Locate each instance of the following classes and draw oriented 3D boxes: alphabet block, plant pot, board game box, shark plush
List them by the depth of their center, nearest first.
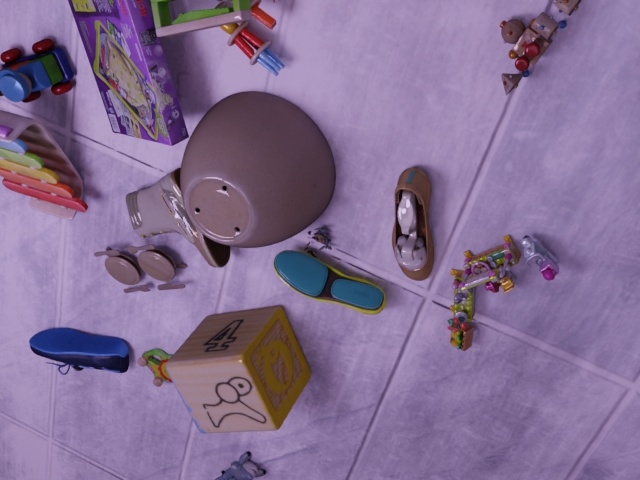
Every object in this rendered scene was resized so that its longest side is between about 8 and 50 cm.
[{"bbox_3d":[-0.351,-0.344,1.431,0.208,0.056,0.347,22,133,47],"label":"board game box"},{"bbox_3d":[-0.138,-0.096,1.446,0.284,0.191,0.284,12,125,18],"label":"plant pot"},{"bbox_3d":[-0.165,0.269,1.686,0.197,0.193,0.192,-9,117,29],"label":"alphabet block"},{"bbox_3d":[-0.212,0.564,1.971,0.161,0.067,0.073,-14,113,31],"label":"shark plush"}]

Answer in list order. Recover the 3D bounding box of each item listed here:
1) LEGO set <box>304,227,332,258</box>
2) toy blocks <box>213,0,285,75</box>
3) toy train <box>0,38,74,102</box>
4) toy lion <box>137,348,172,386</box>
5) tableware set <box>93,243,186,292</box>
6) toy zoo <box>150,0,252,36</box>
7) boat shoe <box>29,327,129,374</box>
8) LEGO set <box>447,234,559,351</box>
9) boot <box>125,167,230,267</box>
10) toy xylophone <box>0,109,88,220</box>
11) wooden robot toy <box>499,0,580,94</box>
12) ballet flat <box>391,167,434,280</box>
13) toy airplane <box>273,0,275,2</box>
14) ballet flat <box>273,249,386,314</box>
[{"bbox_3d":[-0.002,-0.001,1.553,0.054,0.023,0.083,50,140,-8],"label":"LEGO set"},{"bbox_3d":[-0.109,-0.349,1.345,0.148,0.054,0.123,40,147,-3],"label":"toy blocks"},{"bbox_3d":[-0.613,-0.300,1.566,0.248,0.143,0.105,-6,117,28],"label":"toy train"},{"bbox_3d":[-0.363,0.293,1.897,0.096,0.034,0.100,-27,106,28],"label":"toy lion"},{"bbox_3d":[-0.384,0.051,1.749,0.194,0.039,0.128,-7,128,35],"label":"tableware set"},{"bbox_3d":[-0.207,-0.483,1.281,0.192,0.030,0.293,1,103,35],"label":"toy zoo"},{"bbox_3d":[-0.579,0.278,1.940,0.258,0.109,0.089,10,127,22],"label":"boat shoe"},{"bbox_3d":[0.278,0.101,1.428,0.132,0.107,0.287,37,128,-1],"label":"LEGO set"},{"bbox_3d":[-0.287,-0.025,1.631,0.165,0.077,0.213,-20,105,32],"label":"boot"},{"bbox_3d":[-0.604,-0.163,1.627,0.236,0.081,0.323,13,155,23],"label":"toy xylophone"},{"bbox_3d":[0.298,-0.302,1.194,0.079,0.076,0.173,41,128,10],"label":"wooden robot toy"},{"bbox_3d":[0.155,-0.014,1.434,0.080,0.073,0.232,6,122,22],"label":"ballet flat"},{"bbox_3d":[-0.107,-0.454,1.306,0.151,0.028,0.151,20,133,23],"label":"toy airplane"},{"bbox_3d":[0.016,0.088,1.567,0.231,0.077,0.077,21,167,8],"label":"ballet flat"}]
